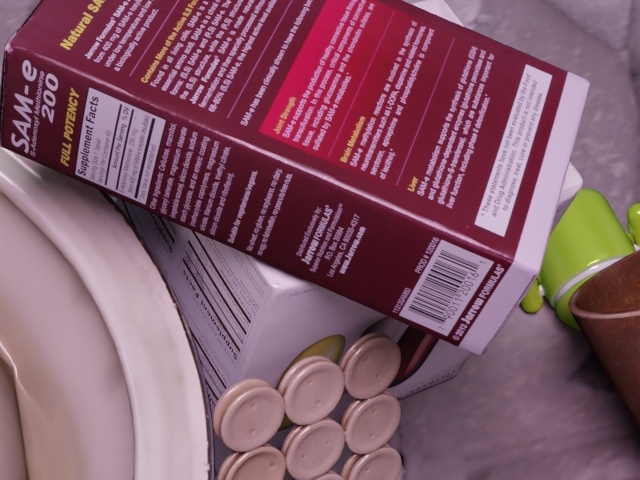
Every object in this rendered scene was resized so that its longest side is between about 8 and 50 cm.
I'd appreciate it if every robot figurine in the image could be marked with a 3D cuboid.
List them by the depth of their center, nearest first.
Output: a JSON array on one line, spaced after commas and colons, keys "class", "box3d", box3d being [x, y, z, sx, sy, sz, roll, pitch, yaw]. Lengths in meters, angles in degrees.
[{"class": "robot figurine", "box3d": [0.177, 0.012, 0.836, 0.101, 0.067, 0.115, -23, 62, 0]}]

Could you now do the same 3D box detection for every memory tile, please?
[{"class": "memory tile", "box3d": [-0.004, 0.123, 0.655, 0.113, 0.148, 0.012, -21, 35, -28]}]

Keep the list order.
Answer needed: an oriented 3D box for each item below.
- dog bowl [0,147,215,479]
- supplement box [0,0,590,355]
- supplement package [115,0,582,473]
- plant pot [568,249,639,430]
[{"class": "dog bowl", "box3d": [-0.261, 0.098, 0.544, 0.408, 0.150, 0.408, 16, 51, -20]}, {"class": "supplement box", "box3d": [-0.009, -0.058, 0.566, 0.239, 0.073, 0.130, 24, 50, 0]}, {"class": "supplement package", "box3d": [0.000, 0.000, 0.703, 0.194, 0.203, 0.149, -18, 62, -27]}, {"class": "plant pot", "box3d": [0.284, 0.106, 0.708, 0.215, 0.215, 0.230, -24, 95, -31]}]
